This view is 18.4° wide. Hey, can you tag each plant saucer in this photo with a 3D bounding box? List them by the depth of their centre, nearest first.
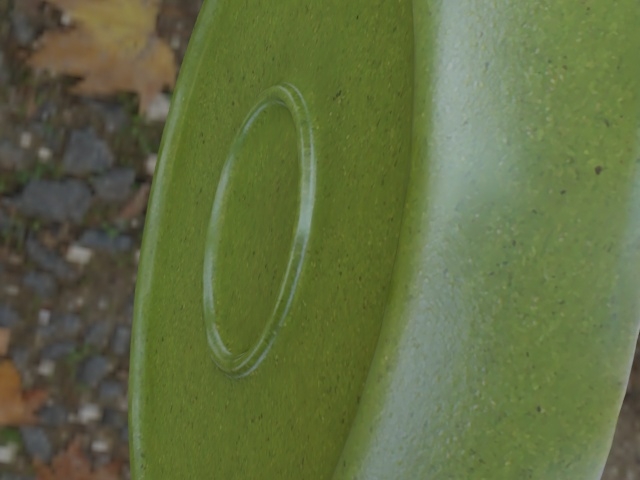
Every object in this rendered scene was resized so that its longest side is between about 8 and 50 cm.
[{"bbox_3d":[0.000,0.000,0.447,0.037,0.241,0.241,11,133,-19],"label":"plant saucer"}]
